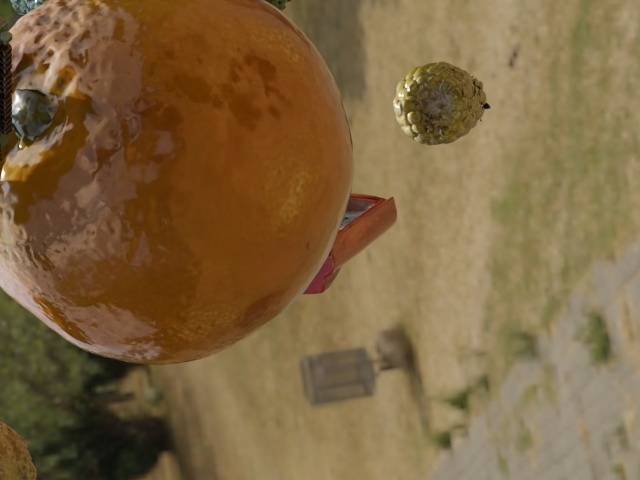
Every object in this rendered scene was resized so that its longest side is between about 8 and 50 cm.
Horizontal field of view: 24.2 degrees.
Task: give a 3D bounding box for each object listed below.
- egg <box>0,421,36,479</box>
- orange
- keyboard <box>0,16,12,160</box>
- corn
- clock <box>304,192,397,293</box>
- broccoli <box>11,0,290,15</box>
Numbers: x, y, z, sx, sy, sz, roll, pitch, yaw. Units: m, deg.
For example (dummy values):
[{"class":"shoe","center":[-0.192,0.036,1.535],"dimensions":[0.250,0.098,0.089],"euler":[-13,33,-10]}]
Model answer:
[{"class":"egg","center":[-0.293,0.194,1.216],"dimensions":[0.140,0.116,0.118],"euler":[-18,73,40]},{"class":"orange","center":[-0.130,-0.058,1.155],"dimensions":[0.312,0.312,0.312],"euler":[172,90,-83]},{"class":"keyboard","center":[-0.192,-0.072,0.838],"dimensions":[0.017,0.055,0.166],"euler":[37,158,2]},{"class":"corn","center":[0.143,-0.168,1.836],"dimensions":[0.318,0.115,0.115],"euler":[-29,-68,-80]},{"class":"clock","center":[0.000,0.000,1.507],"dimensions":[0.155,0.113,0.061],"euler":[-38,-58,-55]},{"class":"broccoli","center":[-0.160,-0.246,1.523],"dimensions":[0.275,0.308,0.308],"euler":[89,170,-49]}]
